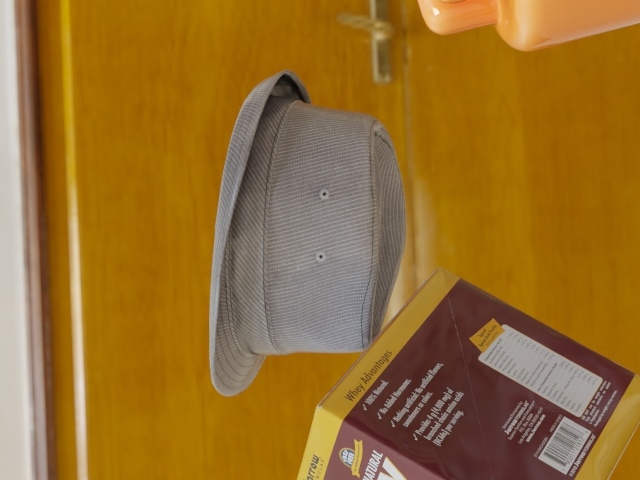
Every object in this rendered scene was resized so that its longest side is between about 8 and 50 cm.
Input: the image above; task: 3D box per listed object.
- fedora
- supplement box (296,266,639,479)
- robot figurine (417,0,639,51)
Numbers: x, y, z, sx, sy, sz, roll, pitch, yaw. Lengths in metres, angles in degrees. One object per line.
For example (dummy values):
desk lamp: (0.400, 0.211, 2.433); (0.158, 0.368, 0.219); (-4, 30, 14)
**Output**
fedora: (0.000, 0.000, 1.033); (0.124, 0.275, 0.244); (6, 176, 14)
supplement box: (0.114, 0.157, 0.933); (0.194, 0.129, 0.191); (29, -136, 16)
robot figurine: (0.153, -0.174, 0.642); (0.219, 0.158, 0.128); (-16, -141, -2)
